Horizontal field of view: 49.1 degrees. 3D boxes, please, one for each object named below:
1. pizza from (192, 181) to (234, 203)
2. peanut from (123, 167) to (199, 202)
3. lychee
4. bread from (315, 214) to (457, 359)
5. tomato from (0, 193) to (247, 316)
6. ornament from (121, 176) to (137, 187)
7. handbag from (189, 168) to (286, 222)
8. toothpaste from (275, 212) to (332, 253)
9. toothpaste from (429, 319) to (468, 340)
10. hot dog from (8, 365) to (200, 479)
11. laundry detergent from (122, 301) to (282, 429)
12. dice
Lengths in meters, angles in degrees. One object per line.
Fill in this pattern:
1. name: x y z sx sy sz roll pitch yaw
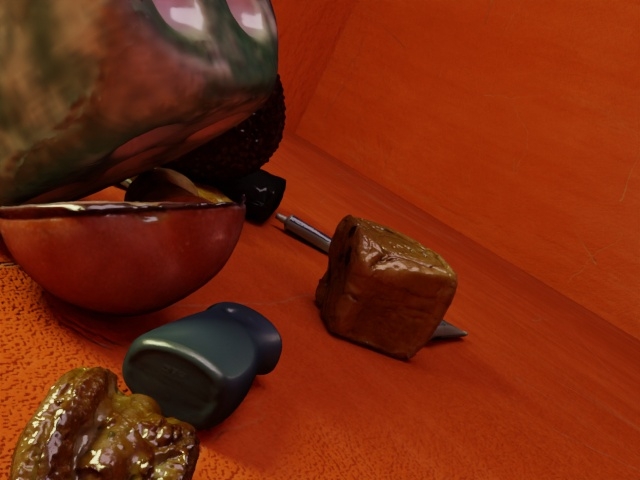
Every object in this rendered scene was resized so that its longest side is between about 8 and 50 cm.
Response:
1. pizza: -0.191 -0.055 1.128 0.134 0.046 0.175 28 11 17
2. peanut: -0.202 -0.038 0.911 0.229 0.098 0.103 -124 -170 -66
3. lychee: -0.188 -0.222 1.189 0.261 0.260 0.260 25 11 -5
4. bread: 0.085 0.064 0.975 0.158 0.143 0.149 17 14 -23
5. tomato: -0.185 0.012 0.667 0.228 0.112 0.199 -2 5 -25
6. ornament: -0.369 -0.149 1.148 0.201 0.059 0.180 25 10 -20
7. handbag: -0.180 -0.125 1.383 0.223 0.080 0.247 25 11 -2
8. toothpaste: 0.000 0.000 1.341 0.197 0.034 0.057 30 20 3
9. toothpaste: 0.186 0.140 1.121 0.062 0.037 0.216 31 8 24
10. hot dog: -0.126 0.127 0.415 0.099 0.065 0.147 35 8 -6
11. laundry detergent: -0.092 0.099 0.627 0.097 0.061 0.206 20 9 8
12. dice: -0.260 -0.235 0.753 0.327 0.331 0.348 65 26 -5
